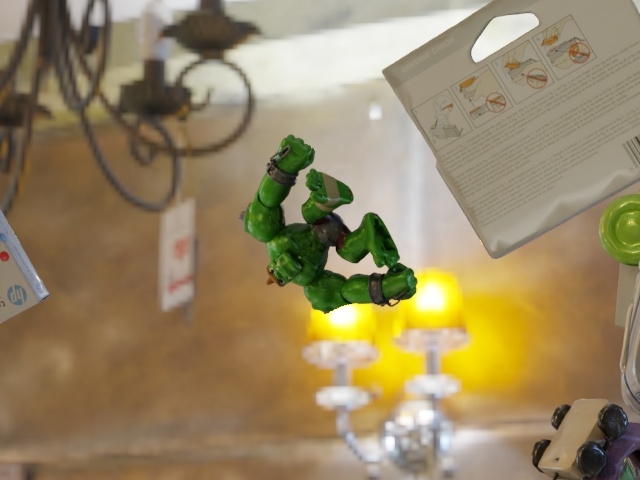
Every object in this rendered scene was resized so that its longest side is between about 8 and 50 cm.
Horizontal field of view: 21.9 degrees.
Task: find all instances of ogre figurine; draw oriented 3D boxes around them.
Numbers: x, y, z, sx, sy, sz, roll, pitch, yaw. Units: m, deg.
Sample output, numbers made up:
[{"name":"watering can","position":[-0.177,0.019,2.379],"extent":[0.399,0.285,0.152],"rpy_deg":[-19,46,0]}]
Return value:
[{"name":"ogre figurine","position":[0.000,0.000,1.678],"extent":[0.197,0.097,0.118],"rpy_deg":[37,-53,-22]}]

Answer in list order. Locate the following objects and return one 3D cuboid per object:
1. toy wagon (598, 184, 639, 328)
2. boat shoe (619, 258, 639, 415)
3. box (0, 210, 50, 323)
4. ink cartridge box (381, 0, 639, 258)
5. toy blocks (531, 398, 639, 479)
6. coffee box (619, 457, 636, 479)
[{"name":"toy wagon","position":[0.326,-0.083,1.414],"extent":[0.068,0.344,0.267],"rpy_deg":[17,-1,23]},{"name":"boat shoe","position":[0.272,0.006,1.200],"extent":[0.095,0.258,0.084],"rpy_deg":[27,-15,-1]},{"name":"box","position":[-0.429,0.019,1.967],"extent":[0.145,0.186,0.038],"rpy_deg":[-27,7,20]},{"name":"ink cartridge box","position":[0.239,-0.147,1.741],"extent":[0.275,0.239,0.060],"rpy_deg":[-30,3,22]},{"name":"toy blocks","position":[0.259,0.278,1.018],"extent":[0.260,0.288,0.309],"rpy_deg":[39,-19,-17]},{"name":"coffee box","position":[0.373,0.235,1.621],"extent":[0.184,0.040,0.113],"rpy_deg":[-8,-35,-17]}]
